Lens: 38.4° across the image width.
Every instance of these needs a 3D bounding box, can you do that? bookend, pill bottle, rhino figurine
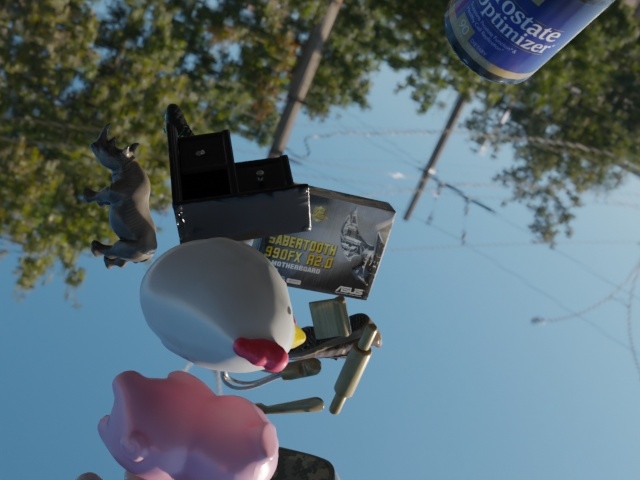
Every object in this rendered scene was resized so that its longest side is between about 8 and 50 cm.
[{"bbox_3d":[-0.101,-0.077,1.113,0.157,0.072,0.156,-8,-135,-5],"label":"bookend"},{"bbox_3d":[0.229,-0.262,0.916,0.123,0.219,0.122,12,-119,-22],"label":"pill bottle"},{"bbox_3d":[-0.329,-0.073,1.519,0.106,0.243,0.073,-4,-171,15],"label":"rhino figurine"}]

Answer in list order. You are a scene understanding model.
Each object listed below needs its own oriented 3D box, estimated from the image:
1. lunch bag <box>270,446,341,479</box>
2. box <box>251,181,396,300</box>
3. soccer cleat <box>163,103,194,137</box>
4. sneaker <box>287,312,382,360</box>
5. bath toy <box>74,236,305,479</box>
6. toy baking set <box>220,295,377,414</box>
[{"bbox_3d":[-0.061,0.489,1.371,0.213,0.256,0.305,4,-133,30],"label":"lunch bag"},{"bbox_3d":[0.000,0.000,1.651,0.231,0.183,0.056,12,-160,-18],"label":"box"},{"bbox_3d":[-0.247,-0.175,1.739,0.072,0.179,0.060,-12,-177,22],"label":"soccer cleat"},{"bbox_3d":[0.018,0.184,1.583,0.071,0.188,0.066,52,-145,-30],"label":"sneaker"},{"bbox_3d":[-0.095,0.171,0.693,0.151,0.348,0.129,4,-159,-41],"label":"bath toy"},{"bbox_3d":[-0.036,0.170,1.294,0.197,0.256,0.030,16,-151,-1],"label":"toy baking set"}]
